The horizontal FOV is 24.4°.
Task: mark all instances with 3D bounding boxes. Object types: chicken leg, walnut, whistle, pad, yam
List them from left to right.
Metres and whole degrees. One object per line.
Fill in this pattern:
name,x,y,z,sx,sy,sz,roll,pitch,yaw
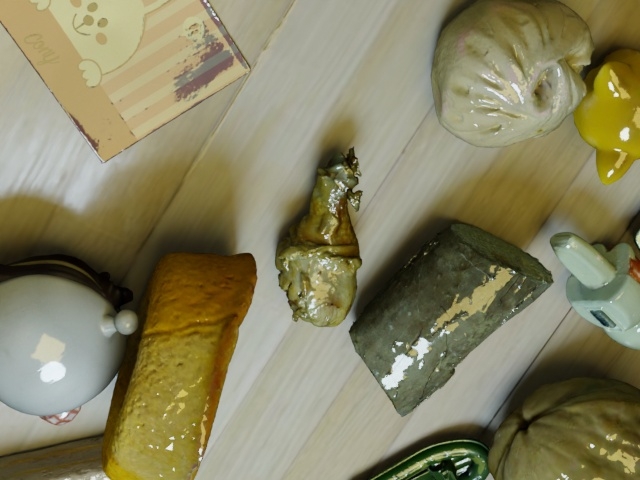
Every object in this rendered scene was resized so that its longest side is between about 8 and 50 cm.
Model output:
pad,-0.230,-0.245,1.585,0.202,0.005,0.300,-32,120,1
chicken leg,0.000,0.000,1.731,0.103,0.088,0.228,3,119,-4
yam,0.146,0.084,1.787,0.254,0.154,0.154,-42,120,11
walnut,0.360,0.291,1.904,0.283,0.227,0.283,-3,124,-5
whistle,0.370,0.064,1.864,0.101,0.106,0.253,-32,128,27

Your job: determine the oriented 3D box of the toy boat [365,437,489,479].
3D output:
toy boat,0.130,0.324,1.952,0.210,0.052,0.104,-28,118,-1

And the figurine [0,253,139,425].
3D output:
figurine,-0.369,0.140,1.648,0.370,0.167,0.281,-29,130,6

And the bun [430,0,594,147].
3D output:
bun,0.228,-0.186,1.683,0.193,0.128,0.178,-1,115,-19

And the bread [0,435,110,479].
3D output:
bread,-0.305,0.269,1.780,0.152,0.077,0.105,-39,121,3

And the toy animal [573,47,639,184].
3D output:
toy animal,0.416,-0.157,1.747,0.229,0.156,0.156,-11,118,-15

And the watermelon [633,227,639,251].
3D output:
watermelon,0.507,-0.044,1.872,0.154,0.094,0.241,38,100,-19

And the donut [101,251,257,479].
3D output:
donut,-0.165,0.144,1.655,0.110,0.303,0.303,18,110,-9
